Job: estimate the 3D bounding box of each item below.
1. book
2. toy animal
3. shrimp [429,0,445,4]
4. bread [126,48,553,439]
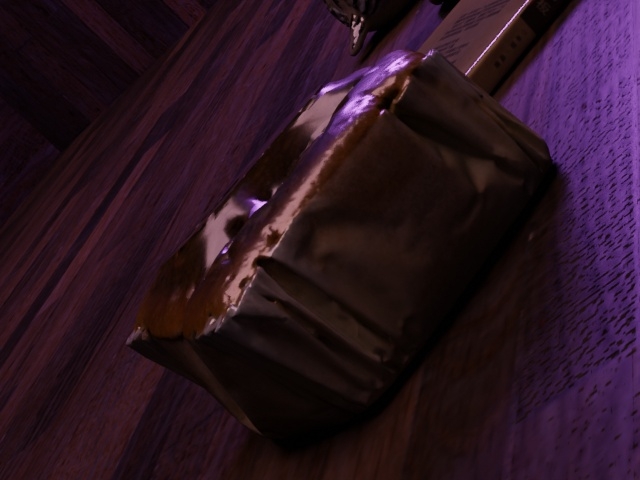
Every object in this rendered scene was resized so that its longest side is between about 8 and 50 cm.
[{"bbox_3d":[0.106,-0.136,1.038,0.231,0.026,0.161,-50,14,-17],"label":"book"},{"bbox_3d":[0.038,-0.246,1.432,0.098,0.098,0.137,-28,22,52],"label":"toy animal"},{"bbox_3d":[0.176,-0.299,1.259,0.251,0.052,0.143,-41,11,24],"label":"shrimp"},{"bbox_3d":[0.000,-0.002,0.780,0.210,0.110,0.192,-50,12,-18],"label":"bread"}]
